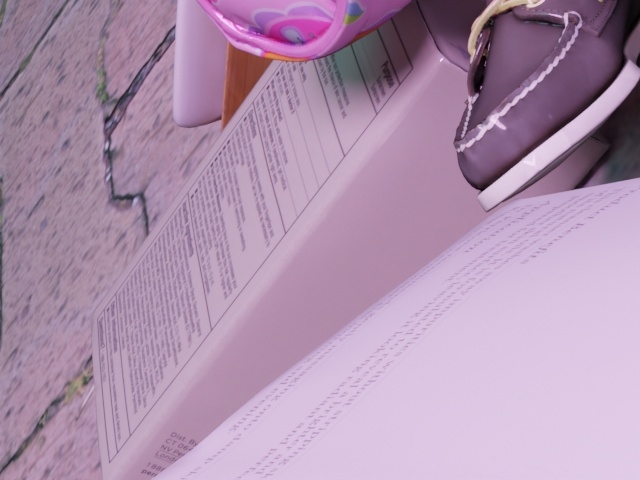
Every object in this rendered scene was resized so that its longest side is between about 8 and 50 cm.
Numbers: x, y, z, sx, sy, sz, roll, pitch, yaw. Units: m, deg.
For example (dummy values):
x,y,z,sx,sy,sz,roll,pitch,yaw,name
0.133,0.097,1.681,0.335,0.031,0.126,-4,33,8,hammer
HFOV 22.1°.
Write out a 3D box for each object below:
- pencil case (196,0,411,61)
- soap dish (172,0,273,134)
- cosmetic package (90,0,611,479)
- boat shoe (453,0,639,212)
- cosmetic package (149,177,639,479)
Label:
x,y,z,sx,sy,sz,roll,pitch,yaw,name
0.058,-0.190,0.776,0.284,0.124,0.124,-36,10,-33,pencil case
-0.017,-0.221,1.011,0.229,0.118,0.291,101,175,-57,soap dish
0.000,0.000,0.885,0.309,0.113,0.160,-51,30,26,cosmetic package
0.098,-0.085,0.712,0.081,0.068,0.228,-36,7,32,boat shoe
0.126,0.081,0.434,0.217,0.156,0.385,-36,13,-25,cosmetic package
